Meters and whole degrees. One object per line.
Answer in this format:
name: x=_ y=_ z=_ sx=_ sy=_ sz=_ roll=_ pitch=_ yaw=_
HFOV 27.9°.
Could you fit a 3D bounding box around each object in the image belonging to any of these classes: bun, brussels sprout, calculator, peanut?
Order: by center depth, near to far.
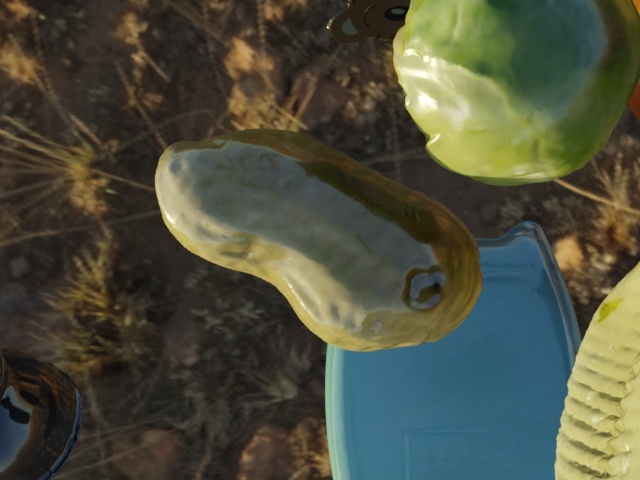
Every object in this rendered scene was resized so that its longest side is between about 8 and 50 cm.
brussels sprout: x=0.129 y=-0.108 z=0.778 sx=0.122 sy=0.151 sz=0.149 roll=-5 pitch=113 yaw=55
bun: x=0.254 y=0.117 z=0.824 sx=0.159 sy=0.259 sz=0.259 roll=18 pitch=90 yaw=0
peanut: x=0.000 y=0.000 z=0.853 sx=0.236 sy=0.110 sz=0.120 roll=23 pitch=97 yaw=-18
calculator: x=0.132 y=0.145 z=1.240 sx=0.256 sy=0.054 sz=0.386 roll=-1 pitch=61 yaw=2

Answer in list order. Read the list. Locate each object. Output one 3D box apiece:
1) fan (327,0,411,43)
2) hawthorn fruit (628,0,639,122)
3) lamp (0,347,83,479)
fan: x=0.124 y=-0.251 z=1.283 sx=0.008 sy=0.226 sz=0.153 roll=67 pitch=147 yaw=34
hawthorn fruit: x=0.345 y=-0.160 z=1.077 sx=0.210 sy=0.210 sz=0.262 roll=-5 pitch=48 yaw=21
lamp: x=-0.332 y=0.128 z=1.130 sx=0.172 sy=0.227 sz=0.147 roll=-42 pitch=54 yaw=-7
